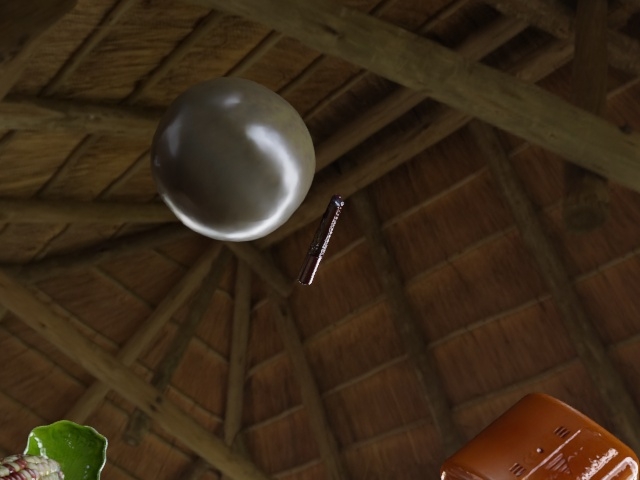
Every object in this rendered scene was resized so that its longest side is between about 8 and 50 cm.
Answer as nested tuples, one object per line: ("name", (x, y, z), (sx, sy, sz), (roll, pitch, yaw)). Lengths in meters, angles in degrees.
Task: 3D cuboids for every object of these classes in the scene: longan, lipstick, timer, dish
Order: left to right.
("dish", (-0.299, 0.278, 0.766), (0.091, 0.137, 0.039), (13, -30, -7))
("longan", (-0.167, -0.151, 1.249), (0.319, 0.319, 0.319), (11, -46, 12))
("lipstick", (0.000, 0.000, 0.947), (0.027, 0.027, 0.176), (23, -44, 1))
("timer", (0.374, 0.401, 1.162), (0.250, 0.257, 0.161), (38, -28, 45))

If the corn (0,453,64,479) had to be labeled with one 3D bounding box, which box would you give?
("corn", (-0.315, 0.250, 0.600), (0.086, 0.253, 0.086), (0, -89, 6))
